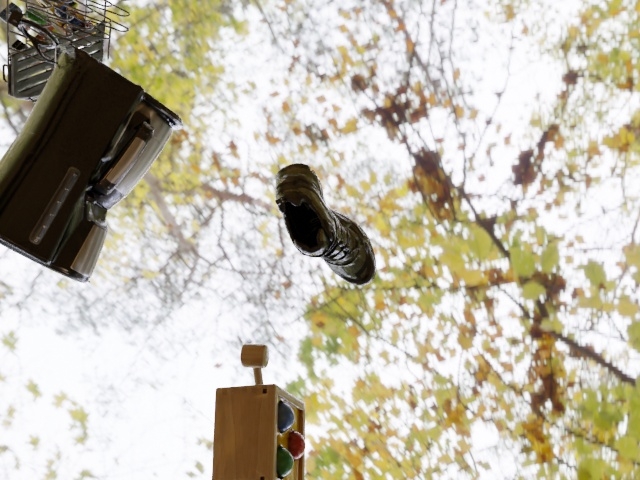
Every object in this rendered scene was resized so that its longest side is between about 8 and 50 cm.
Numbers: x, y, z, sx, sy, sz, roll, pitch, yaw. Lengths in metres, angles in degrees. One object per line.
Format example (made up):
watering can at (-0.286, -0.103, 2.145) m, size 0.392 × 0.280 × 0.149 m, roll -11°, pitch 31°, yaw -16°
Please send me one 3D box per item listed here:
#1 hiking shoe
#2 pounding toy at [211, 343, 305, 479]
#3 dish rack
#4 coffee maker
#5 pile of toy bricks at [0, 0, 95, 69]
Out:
hiking shoe at (0.000, 0.000, 1.500) m, size 0.086 × 0.227 × 0.114 m, roll -27°, pitch -153°, yaw 29°
pounding toy at (-0.064, 0.233, 1.349) m, size 0.094 × 0.181 × 0.206 m, roll -6°, pitch -112°, yaw 16°
dish rack at (-0.309, -0.302, 1.274) m, size 0.074 × 0.272 × 0.208 m, roll 26°, pitch -145°, yaw 21°
coffee maker at (-0.239, -0.075, 0.906) m, size 0.171 × 0.120 × 0.178 m, roll 31°, pitch -99°, yaw -4°
pile of toy bricks at (-0.402, -0.305, 1.555) m, size 0.118 × 0.105 × 0.212 m, roll -46°, pitch -134°, yaw -8°
